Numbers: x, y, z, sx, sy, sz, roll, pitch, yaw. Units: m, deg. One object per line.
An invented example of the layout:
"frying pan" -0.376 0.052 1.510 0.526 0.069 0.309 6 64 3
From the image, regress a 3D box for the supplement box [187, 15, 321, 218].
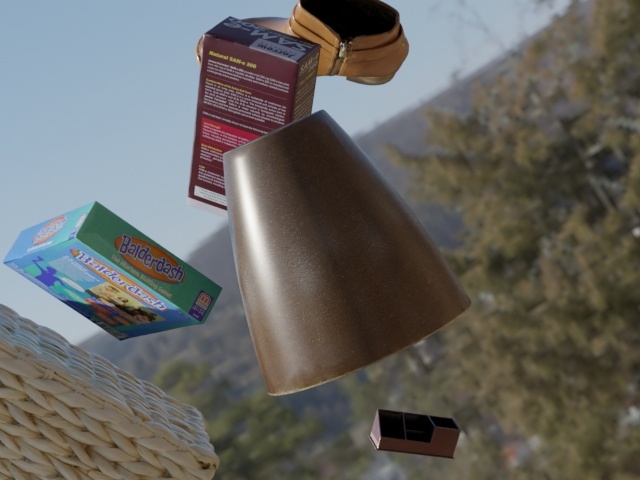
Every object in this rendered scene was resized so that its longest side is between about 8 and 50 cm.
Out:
"supplement box" -0.084 -0.140 2.025 0.073 0.130 0.239 -48 -27 -54

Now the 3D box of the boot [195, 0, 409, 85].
"boot" -0.028 -0.259 2.120 0.283 0.109 0.220 10 -9 3

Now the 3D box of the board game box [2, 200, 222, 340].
"board game box" -0.216 0.035 1.689 0.210 0.160 0.047 -13 45 59

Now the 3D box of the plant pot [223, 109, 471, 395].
"plant pot" 0.000 0.000 1.587 0.215 0.230 0.215 -25 4 2

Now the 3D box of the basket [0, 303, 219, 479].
"basket" -0.305 0.254 1.770 0.266 0.331 0.328 -59 9 -1

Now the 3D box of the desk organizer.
"desk organizer" 0.146 0.298 2.545 0.130 0.050 0.047 9 18 -17
